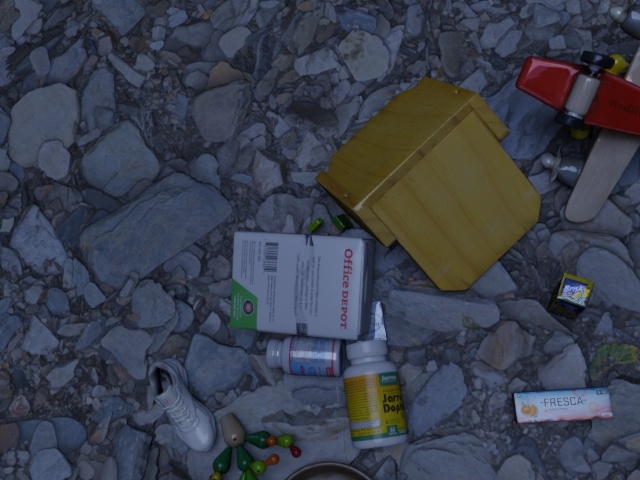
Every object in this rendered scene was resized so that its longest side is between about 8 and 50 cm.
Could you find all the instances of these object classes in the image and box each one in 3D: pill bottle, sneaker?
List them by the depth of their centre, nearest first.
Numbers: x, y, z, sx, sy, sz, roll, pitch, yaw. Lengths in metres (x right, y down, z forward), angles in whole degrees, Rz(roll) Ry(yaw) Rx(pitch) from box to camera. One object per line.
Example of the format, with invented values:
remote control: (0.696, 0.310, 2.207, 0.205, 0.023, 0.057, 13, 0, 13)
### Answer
pill bottle: (0.109, 0.315, 1.403, 0.117, 0.117, 0.209, -10, 75, 9)
pill bottle: (-0.031, 0.247, 1.466, 0.160, 0.087, 0.087, 0, 77, 12)
sneaker: (-0.314, 0.360, 1.483, 0.090, 0.115, 0.232, -38, 72, 1)

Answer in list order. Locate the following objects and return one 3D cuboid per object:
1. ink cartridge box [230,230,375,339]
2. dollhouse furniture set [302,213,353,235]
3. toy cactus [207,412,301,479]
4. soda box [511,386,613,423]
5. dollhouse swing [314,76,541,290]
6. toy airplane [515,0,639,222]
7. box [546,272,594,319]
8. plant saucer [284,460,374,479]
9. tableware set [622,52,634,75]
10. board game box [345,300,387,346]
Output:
ink cartridge box: (-0.036, 0.091, 1.455, 0.288, 0.121, 0.211, 4, 91, 18)
dollhouse furniture set: (0.000, 0.000, 1.554, 0.151, 0.058, 0.076, -44, 79, 19)
toy cactus: (-0.160, 0.452, 1.451, 0.219, 0.112, 0.181, -36, 53, 4)
soda box: (0.477, 0.327, 1.354, 0.183, 0.058, 0.063, -6, 75, 10)
dollhouse swing: (0.247, -0.116, 1.511, 0.347, 0.305, 0.315, -44, 31, -1)
toy airplane: (0.609, -0.274, 1.377, 0.386, 0.272, 0.385, -29, 112, 3)
box: (0.491, 0.113, 1.345, 0.059, 0.169, 0.054, 18, 80, 16)
plant saucer: (0.022, 0.597, 1.395, 0.277, 0.041, 0.278, -3, 75, 12)
tableware set: (0.697, -0.337, 1.488, 0.104, 0.024, 0.154, 24, 82, 16)
board game box: (0.096, 0.183, 1.490, 0.090, 0.020, 0.090, -10, 76, 10)
